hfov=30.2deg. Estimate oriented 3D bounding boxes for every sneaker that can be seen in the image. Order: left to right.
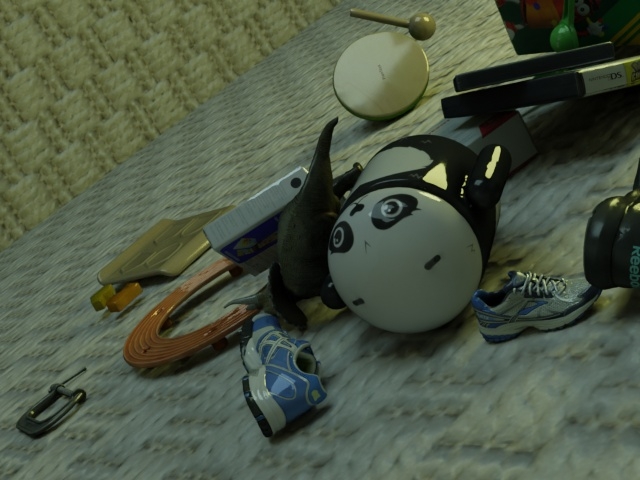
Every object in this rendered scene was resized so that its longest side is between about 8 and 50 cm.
[{"bbox_3d":[-0.040,0.141,1.318,0.081,0.080,0.211,-24,26,3],"label":"sneaker"},{"bbox_3d":[0.204,0.055,1.142,0.135,0.058,0.052,-21,19,30],"label":"sneaker"},{"bbox_3d":[0.341,-0.029,1.127,0.106,0.101,0.267,9,37,32],"label":"sneaker"}]

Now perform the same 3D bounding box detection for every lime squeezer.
[{"bbox_3d":[0.329,-0.279,1.749,0.059,0.110,0.310,-91,24,-63],"label":"lime squeezer"}]

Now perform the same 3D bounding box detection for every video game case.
[{"bbox_3d":[0.277,-0.229,1.594,0.196,0.026,0.274,-11,5,7],"label":"video game case"},{"bbox_3d":[0.337,-0.210,1.566,0.248,0.035,0.275,-15,7,-29],"label":"video game case"}]

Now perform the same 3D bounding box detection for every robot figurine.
[{"bbox_3d":[0.105,-0.015,1.314,0.174,0.209,0.278,14,29,9],"label":"robot figurine"}]

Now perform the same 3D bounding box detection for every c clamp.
[{"bbox_3d":[-0.387,0.235,1.746,0.137,0.022,0.161,-37,16,-18],"label":"c clamp"}]

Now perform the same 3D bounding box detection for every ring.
[{"bbox_3d":[-0.137,0.085,1.721,0.337,0.032,0.336,-28,17,9],"label":"ring"}]

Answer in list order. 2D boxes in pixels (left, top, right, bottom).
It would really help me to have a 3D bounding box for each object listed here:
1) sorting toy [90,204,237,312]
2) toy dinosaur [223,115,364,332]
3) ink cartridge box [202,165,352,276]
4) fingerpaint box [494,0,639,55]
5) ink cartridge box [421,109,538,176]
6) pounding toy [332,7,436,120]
[{"bbox_3d":[-0.300,0.042,2.138,0.229,0.041,0.307,-7,29,46],"label":"sorting toy"},{"bbox_3d":[0.000,0.000,1.442,0.160,0.121,0.313,-31,-28,-36],"label":"toy dinosaur"},{"bbox_3d":[-0.034,-0.034,1.584,0.208,0.045,0.206,-29,-16,5],"label":"ink cartridge box"},{"bbox_3d":[0.539,-0.461,1.811,0.445,0.163,0.371,-40,26,-29],"label":"fingerpaint box"},{"bbox_3d":[0.193,-0.115,1.635,0.127,0.072,0.175,-36,16,-18],"label":"ink cartridge box"},{"bbox_3d":[0.127,-0.314,2.256,0.183,0.110,0.236,5,68,16],"label":"pounding toy"}]
